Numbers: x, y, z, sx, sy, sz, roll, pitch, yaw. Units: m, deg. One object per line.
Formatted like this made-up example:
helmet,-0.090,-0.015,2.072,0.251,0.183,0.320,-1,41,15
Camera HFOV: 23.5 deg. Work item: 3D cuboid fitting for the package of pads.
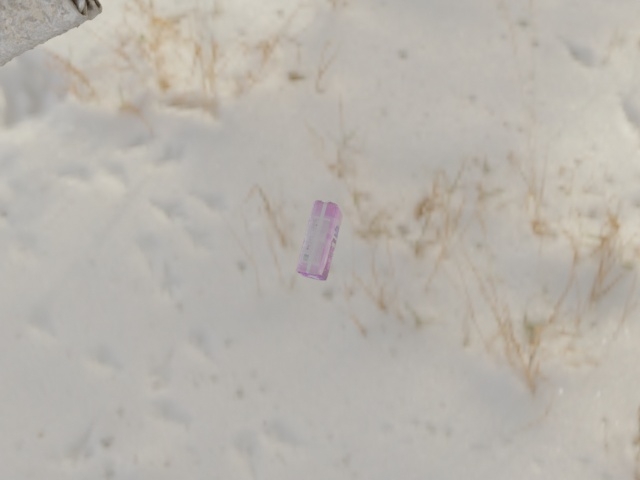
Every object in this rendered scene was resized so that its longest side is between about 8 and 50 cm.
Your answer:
package of pads,0.000,0.000,1.663,0.032,0.050,0.083,13,84,12

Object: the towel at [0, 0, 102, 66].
towel,-0.353,-0.251,1.496,0.282,0.187,0.049,-22,5,31
